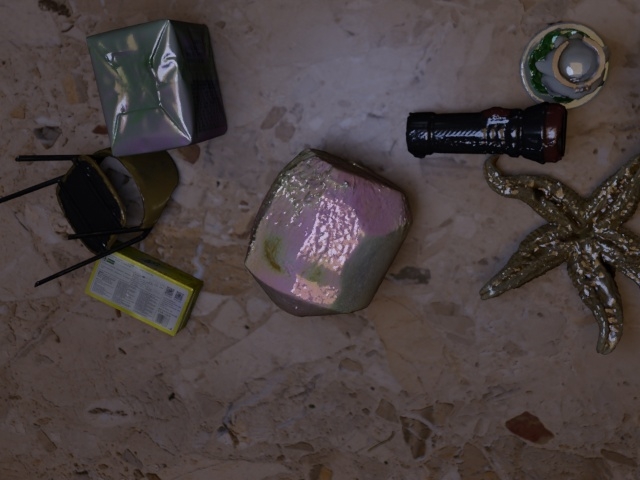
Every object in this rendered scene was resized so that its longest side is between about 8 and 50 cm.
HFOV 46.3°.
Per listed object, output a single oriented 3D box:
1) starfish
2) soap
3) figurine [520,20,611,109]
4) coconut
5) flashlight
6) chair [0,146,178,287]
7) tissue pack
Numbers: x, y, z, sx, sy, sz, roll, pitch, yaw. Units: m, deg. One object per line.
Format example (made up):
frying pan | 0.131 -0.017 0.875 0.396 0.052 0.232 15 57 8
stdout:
starfish | 0.400 -0.008 1.124 0.375 0.094 0.326 32 107 10
soap | -0.241 -0.231 1.140 0.139 0.199 0.181 -9 102 10
figurine | 0.350 -0.246 1.048 0.133 0.153 0.132 2 102 10
coconut | 0.000 0.000 1.130 0.233 0.233 0.245 27 102 4
flashlight | 0.241 -0.161 1.109 0.232 0.093 0.092 5 104 22
chair | -0.367 -0.062 1.207 0.172 0.247 0.158 -41 80 34
tissue pack | -0.303 0.080 1.294 0.176 0.062 0.095 25 104 5
